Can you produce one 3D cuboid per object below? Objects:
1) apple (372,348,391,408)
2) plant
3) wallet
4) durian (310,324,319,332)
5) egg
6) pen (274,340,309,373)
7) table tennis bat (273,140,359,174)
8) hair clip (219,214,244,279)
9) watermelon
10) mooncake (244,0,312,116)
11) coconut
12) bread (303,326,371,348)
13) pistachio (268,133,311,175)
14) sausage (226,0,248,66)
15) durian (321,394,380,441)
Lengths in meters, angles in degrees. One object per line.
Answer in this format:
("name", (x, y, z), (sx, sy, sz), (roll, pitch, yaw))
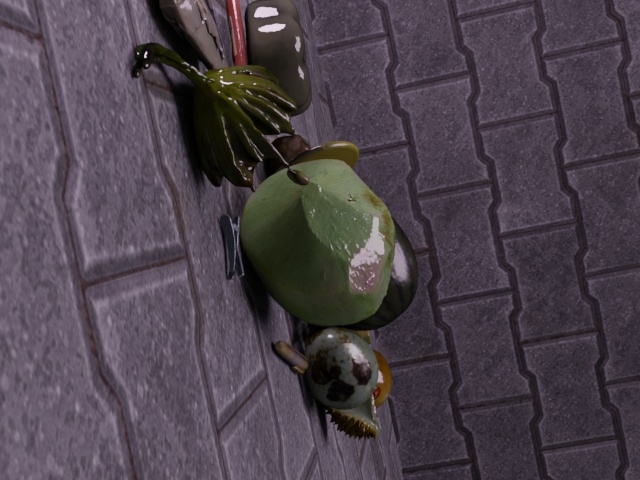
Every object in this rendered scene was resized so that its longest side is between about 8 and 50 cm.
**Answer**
("apple", (0.105, 0.367, 2.185), (0.182, 0.182, 0.155), (-93, 167, -47))
("plant", (-0.149, -0.242, 1.258), (0.333, 0.180, 0.251), (64, 6, -50))
("wallet", (-0.218, -0.426, 1.348), (0.335, 0.068, 0.275), (58, 20, -74))
("durian", (0.069, 0.196, 2.109), (0.193, 0.137, 0.237), (-35, 139, -54))
("egg", (0.043, 0.284, 1.858), (0.169, 0.169, 0.231), (-93, 166, -47))
("pen", (-0.059, 0.243, 1.694), (0.233, 0.032, 0.040), (54, 49, -69))
("table tennis bat", (-0.023, -0.129, 1.943), (0.054, 0.224, 0.369), (63, -18, 19))
("hair clip", (-0.150, 0.009, 1.372), (0.039, 0.030, 0.115), (29, 45, -55))
("watermelon", (0.060, 0.039, 1.881), (0.359, 0.279, 0.279), (45, 6, 5))
("mooncake", (-0.095, -0.398, 1.799), (0.275, 0.135, 0.275), (171, -90, -87))
("coconut", (0.000, 0.000, 1.535), (0.328, 0.281, 0.328), (-9, 90, -84))
("bread", (0.040, 0.237, 1.963), (0.084, 0.139, 0.074), (21, -49, 47))
("pistachio", (-0.072, -0.191, 1.956), (0.185, 0.108, 0.126), (-21, 130, -88))
("sausage", (-0.180, -0.446, 1.792), (0.029, 0.029, 0.223), (55, 24, -72))
("durian", (0.064, 0.374, 2.002), (0.144, 0.139, 0.252), (75, 7, -59))
